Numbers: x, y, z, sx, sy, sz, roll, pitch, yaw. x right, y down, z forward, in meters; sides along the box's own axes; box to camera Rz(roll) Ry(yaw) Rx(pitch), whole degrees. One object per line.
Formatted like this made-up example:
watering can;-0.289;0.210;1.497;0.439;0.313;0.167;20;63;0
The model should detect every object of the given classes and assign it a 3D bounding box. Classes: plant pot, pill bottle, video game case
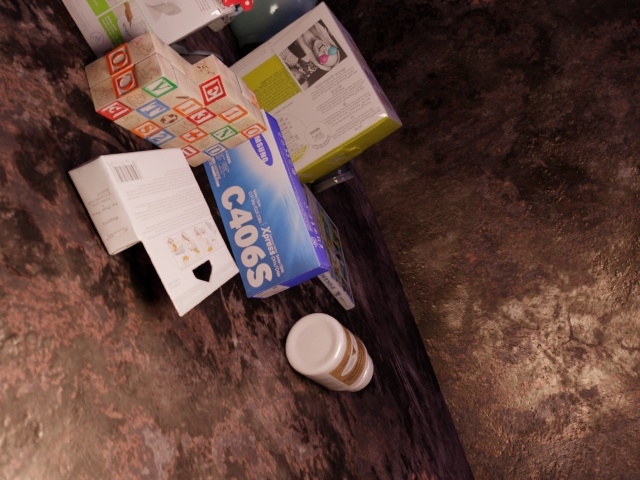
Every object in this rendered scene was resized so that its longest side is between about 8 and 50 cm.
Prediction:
plant pot;-0.158;-0.672;1.932;0.293;0.293;0.196;9;84;-73
pill bottle;0.030;0.252;1.359;0.229;0.131;0.131;46;25;-55
video game case;0.000;0.000;1.855;0.300;0.036;0.329;52;19;-44

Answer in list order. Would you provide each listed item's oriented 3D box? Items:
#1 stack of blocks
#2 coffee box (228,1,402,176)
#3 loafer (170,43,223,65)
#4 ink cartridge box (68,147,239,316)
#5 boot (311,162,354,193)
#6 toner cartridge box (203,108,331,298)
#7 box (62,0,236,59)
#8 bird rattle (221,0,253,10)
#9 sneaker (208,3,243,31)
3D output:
stack of blocks;-0.236;-0.242;1.096;0.297;0.171;0.087;28;41;-67
coffee box;-0.013;-0.376;1.727;0.334;0.338;0.337;60;15;2
loafer;-0.284;-0.352;1.310;0.267;0.096;0.084;-26;112;-69
ink cartridge box;-0.237;-0.019;0.965;0.239;0.060;0.275;66;13;-6
boot;-0.039;-0.398;2.110;0.367;0.146;0.445;-84;151;-78
toner cartridge box;-0.118;-0.073;1.274;0.348;0.165;0.075;69;14;14
box;-0.308;-0.445;1.035;0.262;0.231;0.127;61;15;-18
bird rattle;-0.155;-0.484;1.035;0.207;0.143;0.253;50;27;-17
sneaker;-0.288;-0.647;1.653;0.110;0.122;0.283;66;14;0
